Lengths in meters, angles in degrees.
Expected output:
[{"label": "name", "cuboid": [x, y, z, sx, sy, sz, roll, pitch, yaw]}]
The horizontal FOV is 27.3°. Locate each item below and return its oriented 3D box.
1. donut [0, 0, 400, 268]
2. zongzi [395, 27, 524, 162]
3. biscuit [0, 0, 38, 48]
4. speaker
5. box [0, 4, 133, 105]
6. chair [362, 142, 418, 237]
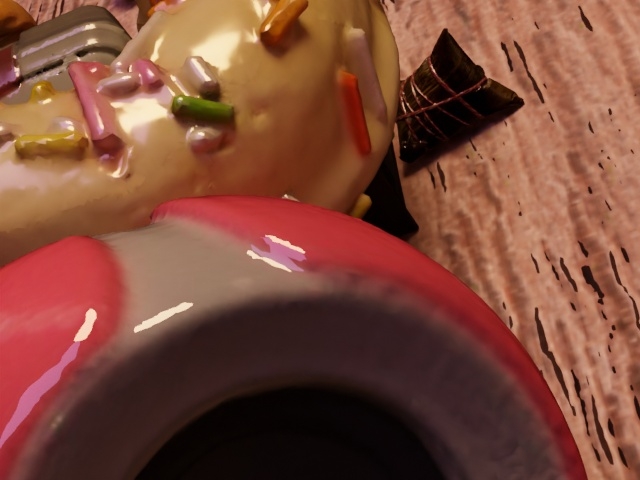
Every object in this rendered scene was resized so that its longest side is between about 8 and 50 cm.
[{"label": "donut", "cuboid": [-0.128, -0.078, 0.712, 0.371, 0.150, 0.307, -32, 52, -14]}, {"label": "zongzi", "cuboid": [0.091, -0.091, 0.842, 0.083, 0.073, 0.067, -54, 23, 42]}, {"label": "biscuit", "cuboid": [-0.327, -0.110, 1.031, 0.309, 0.040, 0.204, -31, 2, 35]}, {"label": "speaker", "cuboid": [-0.043, 0.130, 0.517, 0.294, 0.294, 0.294, -18, 43, 17]}, {"label": "box", "cuboid": [-0.198, -0.052, 0.912, 0.210, 0.148, 0.129, -24, 53, 11]}, {"label": "chair", "cuboid": [0.000, 0.000, 0.781, 0.101, 0.084, 0.212, -26, 41, 14]}]
